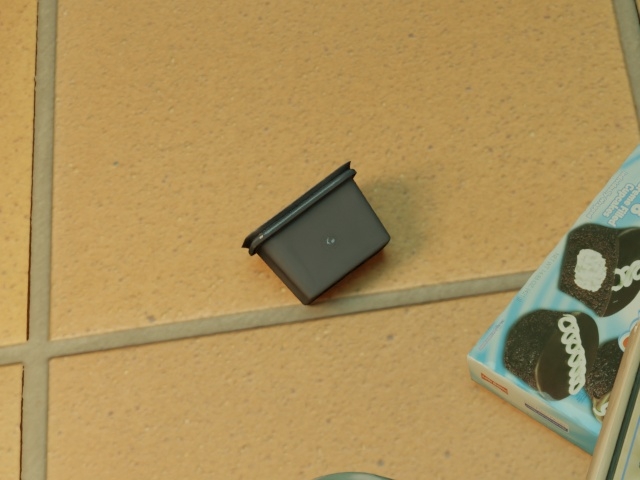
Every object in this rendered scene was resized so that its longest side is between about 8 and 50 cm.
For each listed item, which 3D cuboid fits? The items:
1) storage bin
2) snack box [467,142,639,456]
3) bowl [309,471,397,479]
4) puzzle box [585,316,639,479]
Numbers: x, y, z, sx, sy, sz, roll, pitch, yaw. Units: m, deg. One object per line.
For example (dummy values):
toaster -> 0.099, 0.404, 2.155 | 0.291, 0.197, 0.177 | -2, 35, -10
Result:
storage bin -> 0.000, 0.000, 1.681 | 0.135, 0.098, 0.091 | -36, 86, -13
snack box -> 0.311, 0.053, 1.594 | 0.187, 0.060, 0.322 | 31, 68, 25
bowl -> 0.022, 0.314, 1.354 | 0.311, 0.163, 0.312 | -25, 41, 24
puzzle box -> 0.344, 0.282, 1.401 | 0.272, 0.052, 0.409 | 20, 62, 4
